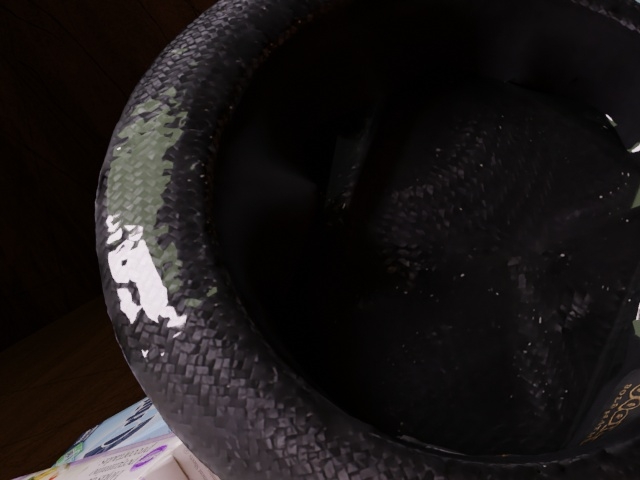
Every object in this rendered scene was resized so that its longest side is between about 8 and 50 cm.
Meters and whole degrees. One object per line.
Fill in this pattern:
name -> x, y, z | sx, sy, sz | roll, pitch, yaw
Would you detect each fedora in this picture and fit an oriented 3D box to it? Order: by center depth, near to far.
fedora -> 0.056, 0.023, 0.606 | 0.334, 0.334, 0.152 | -37, -22, -37

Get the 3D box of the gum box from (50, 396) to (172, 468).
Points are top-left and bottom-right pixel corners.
gum box -> -0.150, 0.170, 1.190 | 0.184, 0.041, 0.157 | -29, 7, 17

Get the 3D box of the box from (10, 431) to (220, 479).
box -> -0.167, 0.194, 0.985 | 0.063, 0.067, 0.324 | -38, 10, -38

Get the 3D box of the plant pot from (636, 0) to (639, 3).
plant pot -> 0.239, -0.127, 0.738 | 0.165, 0.234, 0.166 | -32, 6, -6
